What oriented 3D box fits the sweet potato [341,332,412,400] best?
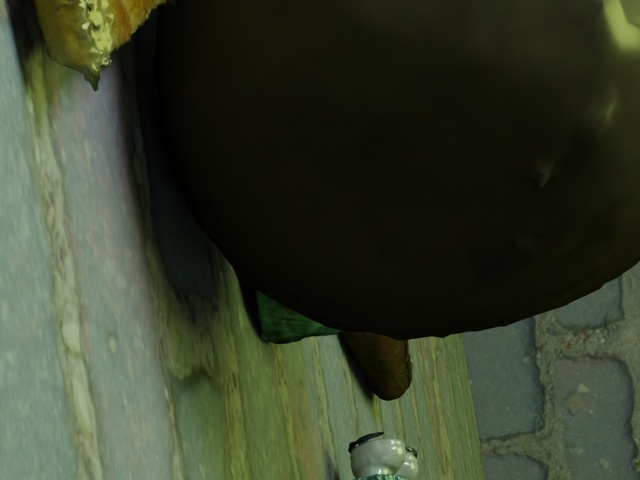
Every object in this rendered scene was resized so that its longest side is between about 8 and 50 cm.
[{"bbox_3d":[0.069,0.122,1.851,0.273,0.075,0.075,70,13,-57],"label":"sweet potato"}]

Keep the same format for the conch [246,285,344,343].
[{"bbox_3d":[0.002,0.001,1.412,0.176,0.122,0.188,35,36,-42],"label":"conch"}]

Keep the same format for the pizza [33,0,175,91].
[{"bbox_3d":[-0.135,-0.200,0.968,0.197,0.058,0.292,64,20,-63],"label":"pizza"}]

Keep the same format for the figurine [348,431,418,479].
[{"bbox_3d":[0.064,0.300,1.526,0.138,0.110,0.245,53,24,-51],"label":"figurine"}]

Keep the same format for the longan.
[{"bbox_3d":[0.092,-0.137,1.126,0.404,0.404,0.436,-58,160,-77],"label":"longan"}]
